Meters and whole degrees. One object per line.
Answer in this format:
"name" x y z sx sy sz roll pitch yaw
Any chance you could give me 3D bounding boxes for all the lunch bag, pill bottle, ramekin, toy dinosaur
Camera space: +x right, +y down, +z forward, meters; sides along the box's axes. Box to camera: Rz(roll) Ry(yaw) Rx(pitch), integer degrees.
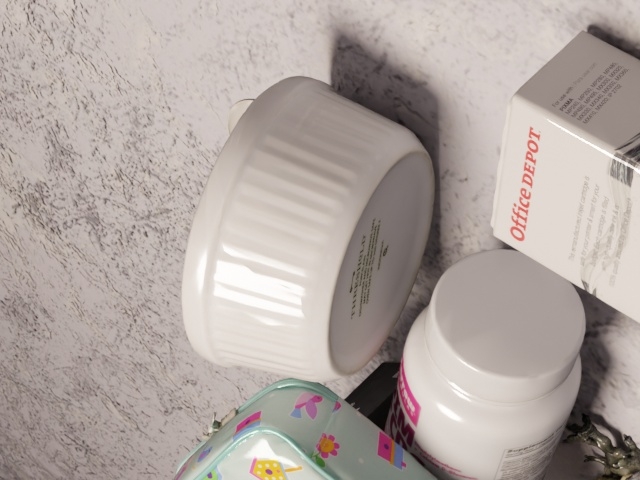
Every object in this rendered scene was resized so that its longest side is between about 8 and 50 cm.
"lunch bag" -0.006 0.264 1.622 0.279 0.108 0.224 40 127 -10
"pill bottle" 0.148 0.141 1.626 0.160 0.160 0.283 36 149 18
"ramekin" 0.000 0.000 1.557 0.127 0.273 0.273 19 143 20
"toy dinosaur" 0.290 0.223 1.652 0.268 0.064 0.118 -7 128 53

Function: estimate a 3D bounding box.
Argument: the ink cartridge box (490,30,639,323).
"ink cartridge box" 0.257 -0.026 1.338 0.237 0.100 0.172 32 148 22

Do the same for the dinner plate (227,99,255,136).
"dinner plate" -0.043 -0.077 1.754 0.141 0.017 0.141 34 148 25

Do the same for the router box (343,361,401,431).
"router box" 0.049 0.312 1.816 0.243 0.309 0.081 55 155 -16
